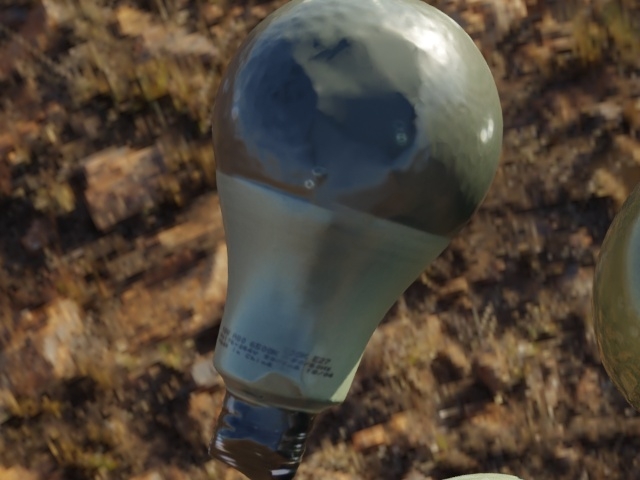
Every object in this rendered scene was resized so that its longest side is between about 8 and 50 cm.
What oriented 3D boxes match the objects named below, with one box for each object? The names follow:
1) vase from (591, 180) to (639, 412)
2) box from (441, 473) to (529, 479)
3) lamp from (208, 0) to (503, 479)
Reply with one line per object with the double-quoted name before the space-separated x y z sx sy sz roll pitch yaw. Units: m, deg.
"vase" 0.317 0.004 1.226 0.241 0.329 0.302 20 68 -15
"box" 0.109 0.280 1.023 0.226 0.226 0.149 -27 35 -9
"lamp" -0.013 -0.013 1.005 0.182 0.182 0.314 31 87 39
